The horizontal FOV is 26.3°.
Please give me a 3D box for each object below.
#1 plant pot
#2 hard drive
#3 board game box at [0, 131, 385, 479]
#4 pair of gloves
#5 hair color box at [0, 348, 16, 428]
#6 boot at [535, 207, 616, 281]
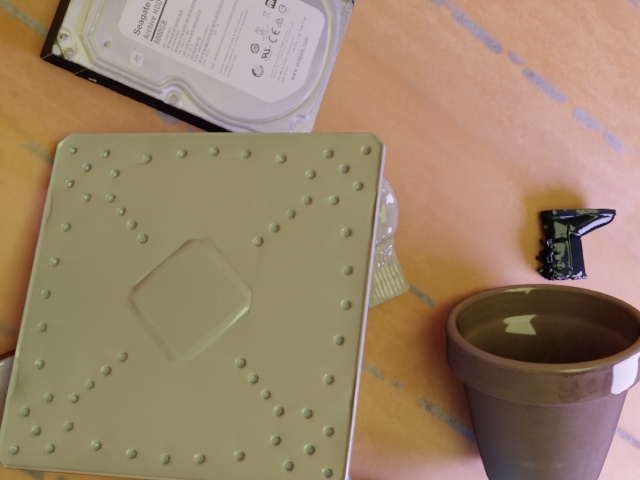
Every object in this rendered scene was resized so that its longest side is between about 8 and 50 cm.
[{"bbox_3d":[0.293,0.208,1.778,0.263,0.263,0.229,-13,112,-26],"label":"plant pot"},{"bbox_3d":[-0.139,-0.261,1.653,0.339,0.064,0.237,23,80,-23],"label":"hard drive"},{"bbox_3d":[-0.133,0.070,1.485,0.390,0.050,0.390,1,70,17],"label":"board game box"},{"bbox_3d":[0.000,0.000,1.731,0.240,0.042,0.204,-13,95,-26],"label":"pair of gloves"},{"bbox_3d":[-0.308,0.158,1.573,0.167,0.053,0.093,-23,98,-23],"label":"hair color box"},{"bbox_3d":[0.357,0.005,1.904,0.121,0.045,0.099,-3,89,-19],"label":"boot"}]
